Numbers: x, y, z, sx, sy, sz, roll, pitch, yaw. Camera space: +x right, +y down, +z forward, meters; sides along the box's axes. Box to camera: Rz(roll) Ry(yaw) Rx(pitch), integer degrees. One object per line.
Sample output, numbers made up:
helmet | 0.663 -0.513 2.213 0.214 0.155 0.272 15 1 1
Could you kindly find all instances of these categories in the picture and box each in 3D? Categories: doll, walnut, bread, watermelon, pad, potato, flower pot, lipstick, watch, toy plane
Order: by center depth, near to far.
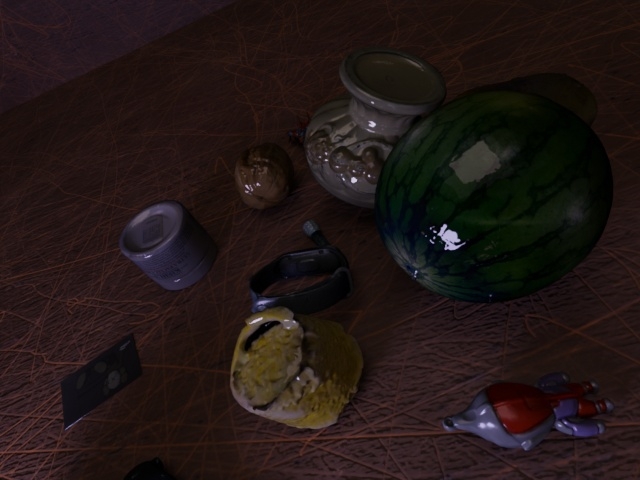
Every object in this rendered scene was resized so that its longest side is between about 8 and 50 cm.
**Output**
doll | 0.285 0.239 0.564 0.228 0.075 0.102 -13 34 0
watermelon | 0.265 -0.067 0.653 0.364 0.363 0.362 -12 49 14
bread | -0.042 0.208 0.668 0.197 0.170 0.196 -14 58 24
watch | -0.035 0.080 0.796 0.207 0.068 0.193 -7 26 15
potato | 0.404 -0.244 0.844 0.308 0.173 0.210 -15 46 15
flower pot | 0.118 -0.245 0.855 0.308 0.244 0.307 6 50 -7
pad | -0.488 0.306 0.888 0.190 0.004 0.127 -36 48 -7
lipstick | 0.000 0.000 0.910 0.037 0.037 0.116 -34 51 -5
walnut | -0.144 -0.172 1.036 0.156 0.155 0.184 -12 47 14
toy plane | -0.040 -0.297 1.155 0.130 0.061 0.189 -14 53 12

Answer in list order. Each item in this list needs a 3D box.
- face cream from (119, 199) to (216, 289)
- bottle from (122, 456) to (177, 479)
face cream | -0.369 0.010 0.979 0.178 0.152 0.177 -12 50 15
bottle | -0.220 0.436 0.618 0.245 0.072 0.082 19 44 35
